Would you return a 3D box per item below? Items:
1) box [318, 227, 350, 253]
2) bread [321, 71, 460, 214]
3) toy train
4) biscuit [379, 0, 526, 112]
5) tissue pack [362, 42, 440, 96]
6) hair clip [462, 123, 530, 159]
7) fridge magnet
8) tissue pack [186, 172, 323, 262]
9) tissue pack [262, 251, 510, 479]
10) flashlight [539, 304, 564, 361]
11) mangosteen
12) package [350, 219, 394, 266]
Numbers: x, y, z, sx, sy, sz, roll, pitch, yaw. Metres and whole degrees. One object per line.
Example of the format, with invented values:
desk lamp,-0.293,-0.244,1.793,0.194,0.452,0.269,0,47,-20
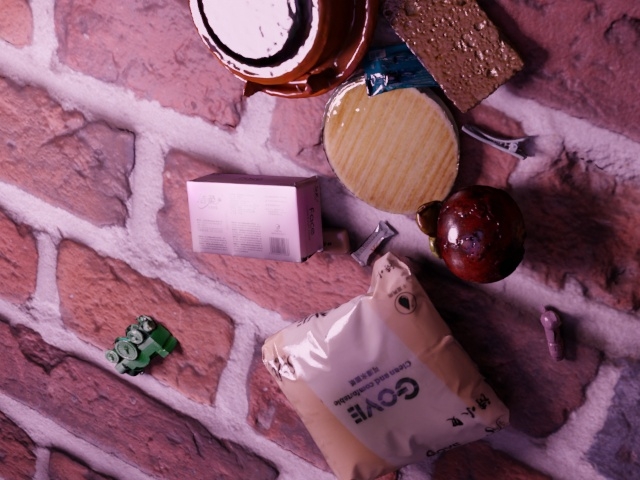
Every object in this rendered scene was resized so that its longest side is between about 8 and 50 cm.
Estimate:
box,0.000,0.000,1.978,0.115,0.025,0.048,2,119,29
bread,0.122,-0.168,1.795,0.266,0.040,0.267,14,123,24
toy train,-0.405,0.240,2.337,0.104,0.071,0.178,42,129,-11
biscuit,0.202,-0.327,1.642,0.131,0.026,0.237,-39,88,21
tissue pack,0.135,-0.281,1.694,0.138,0.028,0.085,-8,92,13
hair clip,0.288,-0.170,1.706,0.115,0.030,0.039,24,108,15
fridge magnet,-0.075,-0.400,1.699,0.363,0.155,0.364,16,123,26
tissue pack,-0.122,-0.048,1.965,0.246,0.092,0.149,5,107,29
tissue pack,0.114,0.256,1.966,0.375,0.195,0.390,-32,98,27
flashlight,0.409,0.162,1.827,0.052,0.031,0.110,40,152,59
mangosteen,0.252,-0.013,1.742,0.180,0.166,0.166,12,124,41
package,0.095,0.006,1.930,0.037,0.015,0.110,42,131,2
